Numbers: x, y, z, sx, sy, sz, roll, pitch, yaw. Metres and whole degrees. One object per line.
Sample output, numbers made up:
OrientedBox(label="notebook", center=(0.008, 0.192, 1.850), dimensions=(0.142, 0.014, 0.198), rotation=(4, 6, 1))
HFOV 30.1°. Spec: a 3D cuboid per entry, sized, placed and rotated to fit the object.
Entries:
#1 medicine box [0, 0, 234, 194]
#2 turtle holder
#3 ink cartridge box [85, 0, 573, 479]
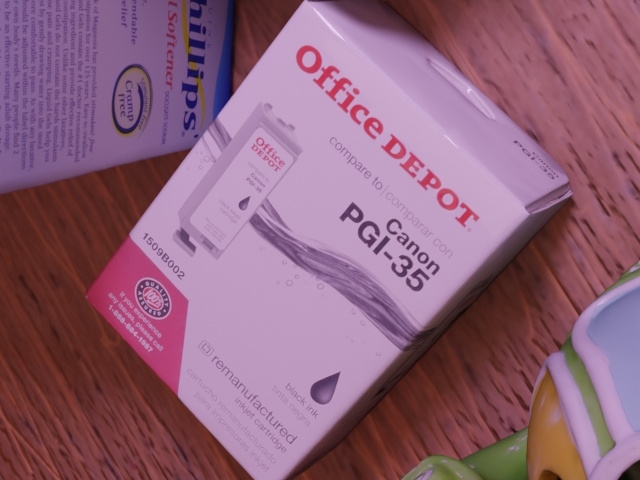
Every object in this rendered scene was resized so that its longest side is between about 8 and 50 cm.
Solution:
OrientedBox(label="medicine box", center=(-0.241, -0.142, 0.823), dimensions=(0.263, 0.289, 0.149), rotation=(11, 107, 23))
OrientedBox(label="turtle holder", center=(0.212, 0.118, 0.690), dimensions=(0.320, 0.227, 0.243), rotation=(16, 107, 22))
OrientedBox(label="ink cartridge box", center=(0.000, 0.000, 0.831), dimensions=(0.207, 0.117, 0.283), rotation=(45, 115, 12))
